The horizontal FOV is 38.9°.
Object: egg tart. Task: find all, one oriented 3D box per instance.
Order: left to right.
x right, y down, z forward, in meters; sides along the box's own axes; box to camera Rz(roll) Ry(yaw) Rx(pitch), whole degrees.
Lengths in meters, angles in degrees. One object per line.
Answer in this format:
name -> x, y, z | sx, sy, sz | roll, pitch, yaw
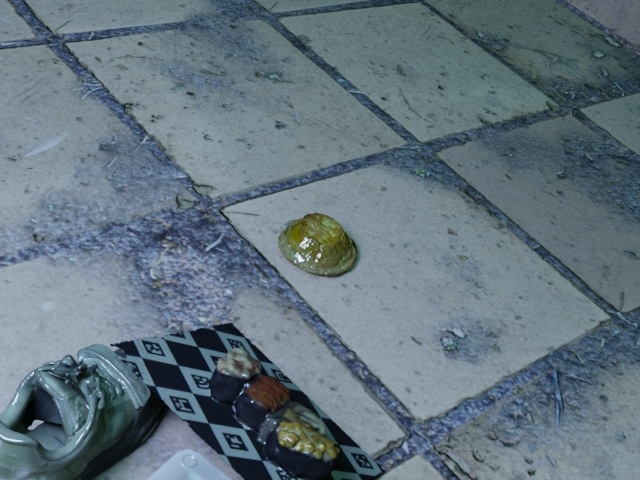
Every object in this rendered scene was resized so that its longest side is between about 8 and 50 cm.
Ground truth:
egg tart -> 0.000, 0.000, 1.386 | 0.128, 0.049, 0.129 | 13, 40, -11

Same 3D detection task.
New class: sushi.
sushi -> -0.066, 0.178, 1.053 | 0.290, 0.050, 0.264 | 39, 17, 22

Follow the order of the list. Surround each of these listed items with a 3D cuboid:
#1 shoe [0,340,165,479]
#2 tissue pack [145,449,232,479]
shoe -> -0.249, 0.171, 0.982 | 0.109, 0.149, 0.293 | 29, 39, 14
tissue pack -> -0.157, 0.338, 0.830 | 0.159, 0.136, 0.246 | 34, 40, 18
